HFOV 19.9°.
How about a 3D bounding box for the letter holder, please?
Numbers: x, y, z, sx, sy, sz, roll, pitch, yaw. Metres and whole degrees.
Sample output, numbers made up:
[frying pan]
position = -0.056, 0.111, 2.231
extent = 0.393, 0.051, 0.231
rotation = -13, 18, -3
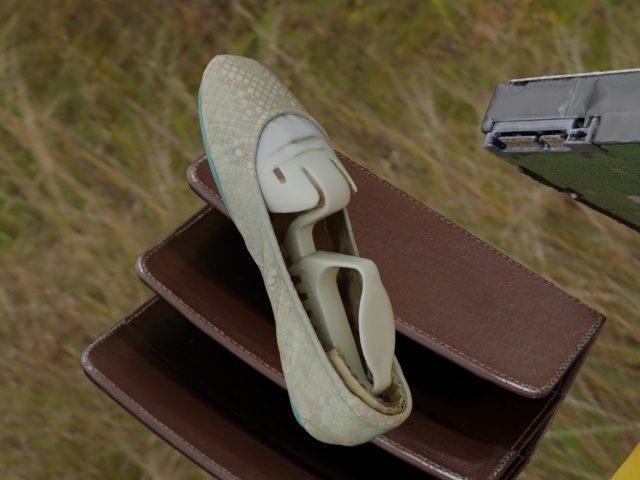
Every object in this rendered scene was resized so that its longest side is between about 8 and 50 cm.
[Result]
[letter holder]
position = 0.009, 0.076, 1.298
extent = 0.214, 0.302, 0.152
rotation = -41, -21, -49

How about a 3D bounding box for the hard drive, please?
[hard drive]
position = 0.313, -0.031, 1.346
extent = 0.237, 0.339, 0.064
rotation = 2, 71, 61

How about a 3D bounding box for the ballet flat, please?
[ballet flat]
position = 0.000, 0.000, 0.738
extent = 0.052, 0.057, 0.168
rotation = -14, 96, 47

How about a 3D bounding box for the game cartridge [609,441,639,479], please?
[game cartridge]
position = 0.214, 0.155, 0.817
extent = 0.323, 0.053, 0.285
rotation = 119, 162, -47
